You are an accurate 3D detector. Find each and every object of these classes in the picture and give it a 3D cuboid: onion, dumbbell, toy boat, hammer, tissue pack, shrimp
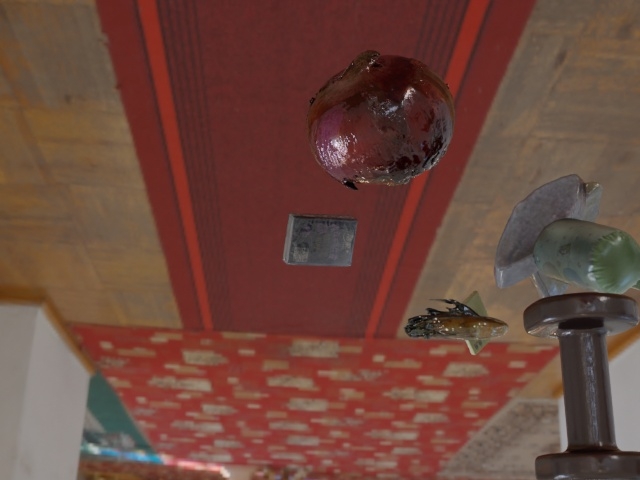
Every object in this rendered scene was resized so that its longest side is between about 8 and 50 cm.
[{"bbox_3d":[0.107,-0.219,1.640,0.276,0.276,0.276,2,158,1],"label":"onion"},{"bbox_3d":[0.315,0.178,1.066,0.124,0.226,0.140,2,162,-7],"label":"dumbbell"},{"bbox_3d":[0.468,-0.005,1.807,0.111,0.276,0.293,36,-171,35],"label":"toy boat"},{"bbox_3d":[0.561,0.052,1.623,0.335,0.119,0.206,15,-175,-25],"label":"hammer"},{"bbox_3d":[0.000,0.000,1.992,0.156,0.112,0.051,3,-166,-22],"label":"tissue pack"},{"bbox_3d":[0.219,0.138,1.570,0.219,0.046,0.152,1,-169,-31],"label":"shrimp"}]

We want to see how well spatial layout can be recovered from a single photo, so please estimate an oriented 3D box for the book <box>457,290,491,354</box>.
[{"bbox_3d":[0.317,0.170,1.858,0.014,0.077,0.111,2,125,53],"label":"book"}]
